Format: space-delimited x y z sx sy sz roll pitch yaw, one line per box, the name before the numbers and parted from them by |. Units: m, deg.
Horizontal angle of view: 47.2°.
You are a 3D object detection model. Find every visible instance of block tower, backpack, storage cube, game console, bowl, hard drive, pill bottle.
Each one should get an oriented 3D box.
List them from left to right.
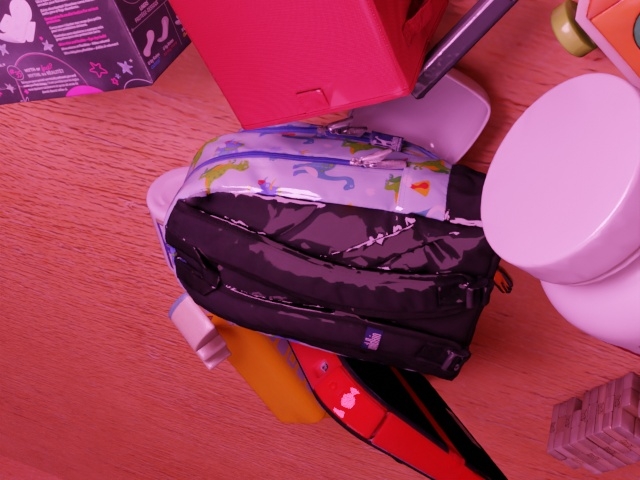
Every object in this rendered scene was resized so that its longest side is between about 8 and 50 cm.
pill bottle | -0.184 -0.007 1.091 0.111 0.112 0.187 11 139 14
storage cube | -0.013 -0.246 0.692 0.214 0.184 0.193 -5 132 30
backpack | 0.000 0.000 0.850 0.355 0.274 0.290 0 137 -1
game console | 0.096 0.219 1.044 0.342 0.386 0.060 39 95 -22
bowl | 0.112 -0.153 0.835 0.141 0.053 0.142 28 141 -5
hard drive | 0.137 -0.196 0.704 0.022 0.094 0.135 42 111 -7
block tower | 0.483 0.247 1.066 0.090 0.097 0.335 32 141 -10
pill bottle | 0.358 0.012 0.689 0.407 0.229 0.229 23 143 -26

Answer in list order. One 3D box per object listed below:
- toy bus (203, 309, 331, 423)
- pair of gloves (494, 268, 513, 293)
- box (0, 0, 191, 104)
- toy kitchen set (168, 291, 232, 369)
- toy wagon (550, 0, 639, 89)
toy bus | -0.060 0.202 1.245 0.108 0.130 0.333 -8 131 32
pair of gloves | 0.228 0.057 1.043 0.083 0.010 0.074 -19 126 42
box | -0.275 -0.261 0.817 0.247 0.163 0.142 0 131 26
toy kitchen set | -0.123 0.063 1.059 0.122 0.207 0.166 49 166 18
toy wagon | 0.333 -0.234 0.628 0.344 0.068 0.267 40 137 -19
